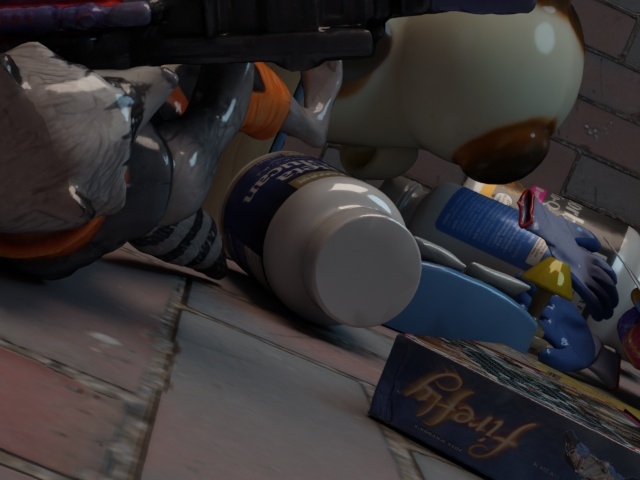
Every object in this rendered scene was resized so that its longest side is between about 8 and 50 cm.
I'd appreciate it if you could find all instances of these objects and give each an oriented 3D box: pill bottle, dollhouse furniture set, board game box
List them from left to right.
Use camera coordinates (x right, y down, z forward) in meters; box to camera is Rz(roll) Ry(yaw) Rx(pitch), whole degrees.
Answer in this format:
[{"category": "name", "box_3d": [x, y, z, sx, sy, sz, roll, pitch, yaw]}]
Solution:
[{"category": "pill bottle", "box_3d": [0.000, 0.000, 0.827, 0.094, 0.094, 0.169, 22, 4, -23]}, {"category": "dollhouse furniture set", "box_3d": [0.049, -0.053, 1.079, 0.303, 0.198, 0.286, 23, 4, -15]}, {"category": "pill bottle", "box_3d": [0.158, 0.012, 1.362, 0.221, 0.124, 0.124, 26, 5, 16]}, {"category": "pill bottle", "box_3d": [0.280, 0.034, 1.522, 0.278, 0.162, 0.162, 24, 4, 9]}, {"category": "board game box", "box_3d": [0.159, 0.116, 0.611, 0.243, 0.042, 0.165, 26, 5, 25]}]

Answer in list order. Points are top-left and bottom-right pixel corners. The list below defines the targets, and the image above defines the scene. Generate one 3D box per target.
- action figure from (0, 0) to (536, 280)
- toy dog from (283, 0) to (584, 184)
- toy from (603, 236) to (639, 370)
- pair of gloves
[{"category": "action figure", "box_3d": [-0.065, -0.051, 0.628, 0.341, 0.178, 0.330, -1, 5, 11]}, {"category": "toy dog", "box_3d": [0.059, -0.203, 1.290, 0.408, 0.284, 0.395, 10, -6, 11]}, {"category": "toy", "box_3d": [0.318, 0.109, 1.190, 0.137, 0.056, 0.237, 48, 9, -29]}, {"category": "pair of gloves", "box_3d": [0.233, 0.052, 1.223, 0.159, 0.198, 0.023, 40, -48, -25]}]
